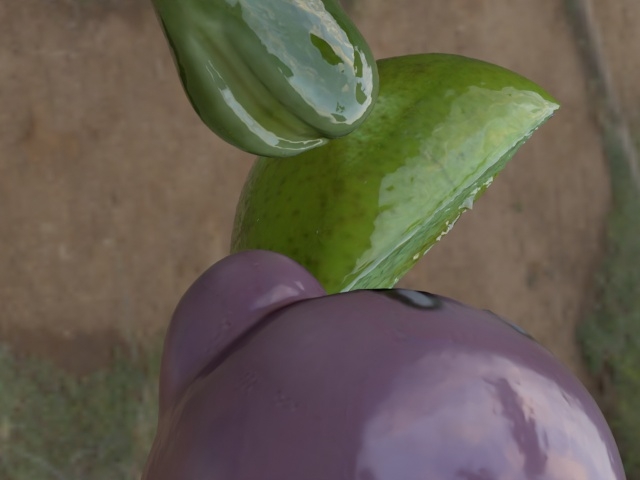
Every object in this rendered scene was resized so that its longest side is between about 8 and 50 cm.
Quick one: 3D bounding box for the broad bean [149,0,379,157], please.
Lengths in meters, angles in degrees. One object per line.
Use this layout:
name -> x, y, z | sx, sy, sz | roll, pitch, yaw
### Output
broad bean -> -0.018, -0.060, 0.442 | 0.063, 0.045, 0.083 | -7, 71, -53

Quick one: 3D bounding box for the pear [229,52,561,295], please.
pear -> -0.001, -0.004, 1.204 | 0.139, 0.288, 0.239 | 40, 50, 0

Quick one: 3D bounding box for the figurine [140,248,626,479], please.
figurine -> 0.029, 0.146, 0.799 | 0.270, 0.211, 0.261 | 18, 84, -21
